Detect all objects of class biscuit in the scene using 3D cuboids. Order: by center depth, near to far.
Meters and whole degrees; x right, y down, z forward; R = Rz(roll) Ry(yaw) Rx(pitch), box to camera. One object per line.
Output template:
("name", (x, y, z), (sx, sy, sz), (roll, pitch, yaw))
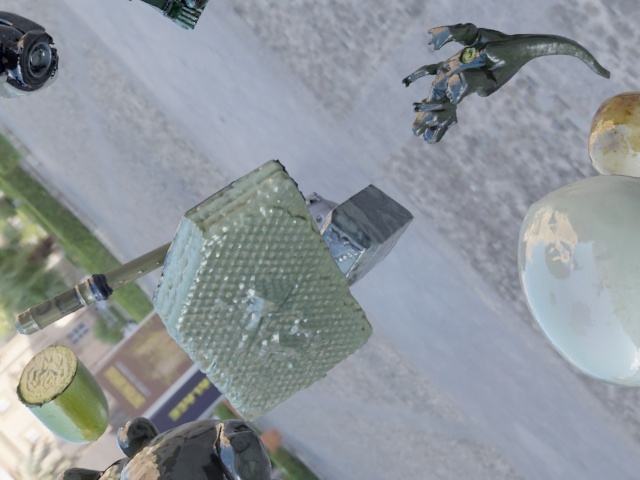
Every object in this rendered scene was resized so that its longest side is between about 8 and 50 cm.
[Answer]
("biscuit", (-0.048, 0.053, 0.790), (0.052, 0.150, 0.252), (53, 173, 40))

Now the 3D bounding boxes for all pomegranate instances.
("pomegranate", (0.725, -0.232, 2.146), (0.215, 0.215, 0.215), (43, 168, 11))

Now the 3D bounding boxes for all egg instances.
("egg", (0.456, 0.059, 1.454), (0.283, 0.283, 0.345), (69, -167, -62))

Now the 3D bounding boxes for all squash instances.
("squash", (-0.425, 0.281, 1.608), (0.123, 0.123, 0.187), (33, 157, 46))

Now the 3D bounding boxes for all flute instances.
("flute", (-0.150, 0.020, 0.798), (0.027, 0.233, 0.027), (59, 168, 20))

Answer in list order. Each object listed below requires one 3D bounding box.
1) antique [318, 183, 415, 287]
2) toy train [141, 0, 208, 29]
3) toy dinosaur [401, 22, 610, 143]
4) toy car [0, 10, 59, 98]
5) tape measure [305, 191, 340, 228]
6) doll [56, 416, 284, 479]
("antique", (0.056, -0.007, 1.364), (0.088, 0.086, 0.183), (37, -154, 10))
("toy train", (-0.330, -0.508, 1.691), (0.330, 0.138, 0.178), (39, -163, 36))
("toy dinosaur", (0.185, -0.179, 1.016), (0.187, 0.179, 0.087), (-30, 71, 53))
("toy car", (-0.424, -0.200, 1.049), (0.193, 0.118, 0.301), (19, -158, 16))
("tape measure", (0.000, 0.000, 2.063), (0.236, 0.197, 0.120), (20, -162, -43))
("doll", (-0.125, 0.336, 1.211), (0.382, 0.378, 0.252), (-15, 84, 45))
